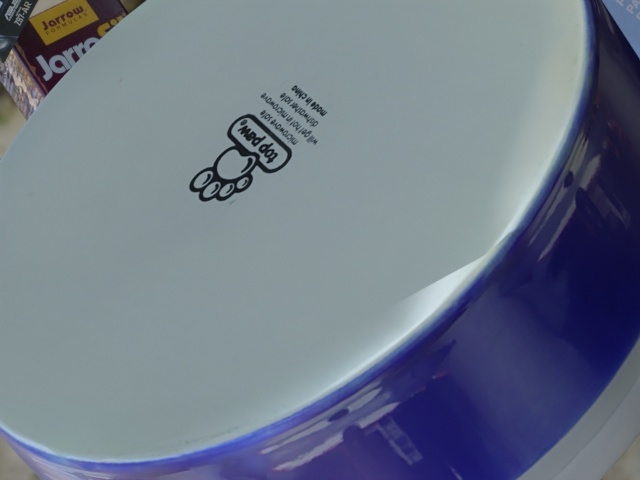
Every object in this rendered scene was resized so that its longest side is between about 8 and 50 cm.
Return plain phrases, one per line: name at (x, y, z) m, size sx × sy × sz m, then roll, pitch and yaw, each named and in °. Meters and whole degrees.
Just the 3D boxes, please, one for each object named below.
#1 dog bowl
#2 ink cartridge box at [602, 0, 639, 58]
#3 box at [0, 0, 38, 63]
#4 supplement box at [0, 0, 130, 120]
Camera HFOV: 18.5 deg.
dog bowl at (0.000, 0.000, 0.716) m, size 0.104 × 0.265 × 0.265 m, roll 52°, pitch -150°, yaw -38°
ink cartridge box at (0.235, -0.122, 1.190) m, size 0.395 × 0.151 × 0.270 m, roll 40°, pitch 176°, yaw 17°
box at (-0.175, -0.146, 1.073) m, size 0.018 × 0.083 × 0.067 m, roll 23°, pitch -169°, yaw -45°
supplement box at (-0.172, -0.103, 1.612) m, size 0.188 × 0.104 × 0.081 m, roll 56°, pitch 158°, yaw 10°
